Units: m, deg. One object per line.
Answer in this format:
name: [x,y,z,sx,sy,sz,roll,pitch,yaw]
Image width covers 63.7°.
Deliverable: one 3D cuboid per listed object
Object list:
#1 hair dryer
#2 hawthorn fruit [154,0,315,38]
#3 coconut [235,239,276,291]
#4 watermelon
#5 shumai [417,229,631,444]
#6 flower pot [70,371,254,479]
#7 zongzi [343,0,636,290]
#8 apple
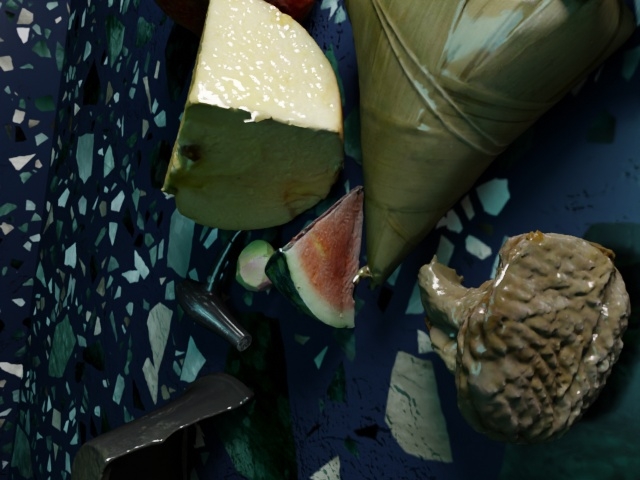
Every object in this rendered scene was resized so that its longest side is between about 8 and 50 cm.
hair dryer: [-0.168,0.068,0.943,0.196,0.075,0.219,32,102,33]
hawthorn fruit: [-0.133,-0.487,0.823,0.285,0.285,0.368,-38,38,38]
coconut: [-0.102,0.047,0.857,0.082,0.081,0.083,-22,49,6]
watermelon: [-0.021,0.011,0.723,0.136,0.207,0.202,4,71,21]
shumai: [0.185,0.081,0.519,0.205,0.167,0.175,-65,19,4]
flower pot: [-0.265,0.432,0.868,0.380,0.251,0.378,-3,86,46]
zongzi: [0.073,-0.224,0.632,0.418,0.182,0.447,-56,48,28]
apple: [-0.125,-0.160,0.770,0.314,0.252,0.309,49,151,7]
